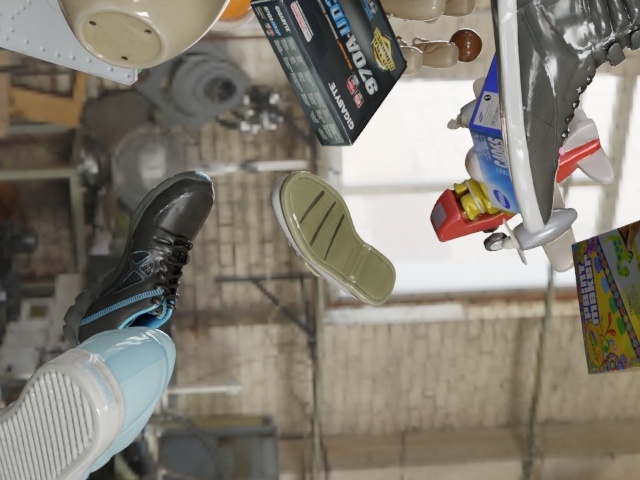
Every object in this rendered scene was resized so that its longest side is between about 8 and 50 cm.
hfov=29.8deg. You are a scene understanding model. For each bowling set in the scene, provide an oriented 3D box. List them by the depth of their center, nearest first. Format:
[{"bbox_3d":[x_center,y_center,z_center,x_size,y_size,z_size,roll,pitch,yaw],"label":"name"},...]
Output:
[{"bbox_3d":[0.147,-0.329,1.868,0.200,0.154,0.287,47,58,-48],"label":"bowling set"}]

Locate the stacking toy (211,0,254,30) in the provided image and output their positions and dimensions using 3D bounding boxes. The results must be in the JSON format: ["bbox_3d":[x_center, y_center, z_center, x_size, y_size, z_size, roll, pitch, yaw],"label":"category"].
[{"bbox_3d":[-0.085,-0.592,1.942,0.350,0.480,0.350,34,41,-36],"label":"stacking toy"}]

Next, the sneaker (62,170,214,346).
[{"bbox_3d":[-0.253,0.052,1.874,0.140,0.125,0.341,36,-86,37],"label":"sneaker"}]

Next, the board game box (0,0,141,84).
[{"bbox_3d":[-0.546,-0.556,2.530,0.050,0.390,0.390,-52,154,-51],"label":"board game box"}]

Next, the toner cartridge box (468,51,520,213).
[{"bbox_3d":[0.330,-0.182,2.040,0.165,0.075,0.348,-67,160,-14],"label":"toner cartridge box"}]

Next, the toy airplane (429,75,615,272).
[{"bbox_3d":[0.420,-0.149,2.552,0.386,0.272,0.384,18,-92,42],"label":"toy airplane"}]

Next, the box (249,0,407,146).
[{"bbox_3d":[0.016,-0.254,1.491,0.175,0.051,0.220,-56,131,-37],"label":"box"}]

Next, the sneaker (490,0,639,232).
[{"bbox_3d":[0.245,-0.153,1.159,0.104,0.147,0.295,-80,165,-75],"label":"sneaker"}]

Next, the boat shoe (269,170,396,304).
[{"bbox_3d":[0.000,0.000,1.865,0.113,0.103,0.302,-57,134,-20],"label":"boat shoe"}]

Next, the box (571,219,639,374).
[{"bbox_3d":[0.509,0.056,1.458,0.279,0.290,0.177,151,-65,-68],"label":"box"}]

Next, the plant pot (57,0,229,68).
[{"bbox_3d":[-0.266,-0.361,1.728,0.284,0.284,0.191,96,3,-59],"label":"plant pot"}]

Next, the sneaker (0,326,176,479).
[{"bbox_3d":[-0.258,0.197,1.279,0.366,0.150,0.135,-34,-96,48],"label":"sneaker"}]
